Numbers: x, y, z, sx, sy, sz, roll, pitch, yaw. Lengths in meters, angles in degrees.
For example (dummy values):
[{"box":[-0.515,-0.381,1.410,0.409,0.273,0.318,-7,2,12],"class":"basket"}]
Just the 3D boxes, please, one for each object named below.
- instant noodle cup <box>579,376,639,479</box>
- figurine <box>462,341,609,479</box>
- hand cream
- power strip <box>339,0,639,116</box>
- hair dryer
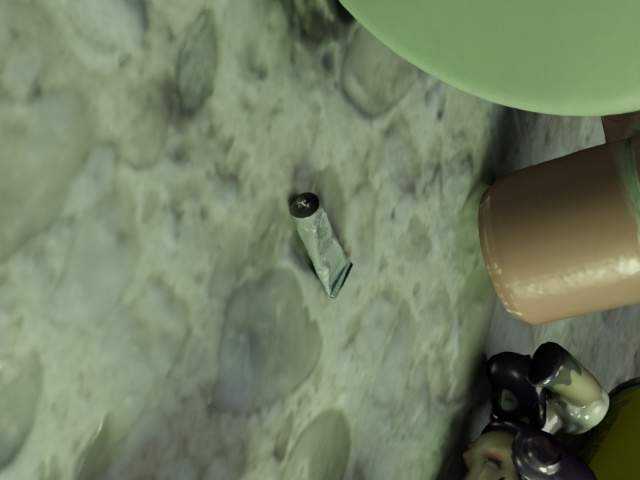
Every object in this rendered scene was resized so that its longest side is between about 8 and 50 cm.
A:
[{"box":[0.331,0.322,1.153,0.254,0.325,0.325,-39,133,-33],"class":"instant noodle cup"},{"box":[0.172,0.207,0.991,0.145,0.145,0.222,48,53,-53],"class":"figurine"},{"box":[0.000,0.000,0.767,0.030,0.019,0.093,-63,153,-27],"class":"hand cream"},{"box":[0.143,-0.235,0.585,0.161,0.357,0.357,-38,131,-44],"class":"power strip"},{"box":[0.217,-0.125,0.956,0.125,0.210,0.352,13,65,-60],"class":"hair dryer"}]
